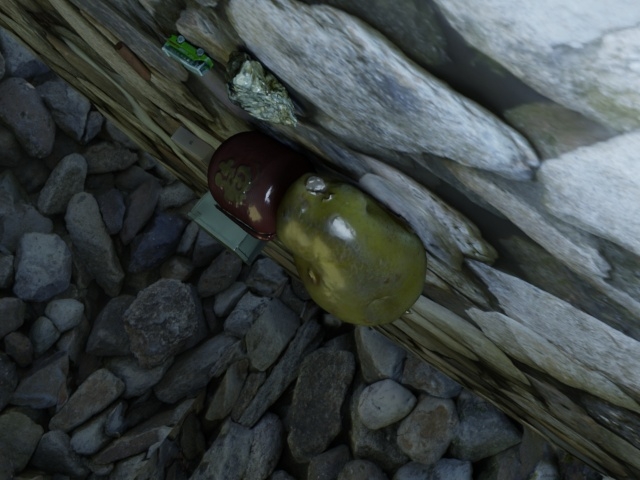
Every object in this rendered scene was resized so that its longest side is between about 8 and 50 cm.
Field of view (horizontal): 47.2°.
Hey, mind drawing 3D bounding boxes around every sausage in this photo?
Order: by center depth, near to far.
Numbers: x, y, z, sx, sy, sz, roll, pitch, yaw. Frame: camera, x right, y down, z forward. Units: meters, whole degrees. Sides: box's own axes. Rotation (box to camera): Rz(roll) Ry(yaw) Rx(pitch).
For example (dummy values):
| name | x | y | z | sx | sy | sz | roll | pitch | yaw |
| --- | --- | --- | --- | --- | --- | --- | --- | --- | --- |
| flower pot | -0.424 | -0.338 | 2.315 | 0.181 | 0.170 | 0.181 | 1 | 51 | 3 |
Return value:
| name | x | y | z | sx | sy | sz | roll | pitch | yaw |
| --- | --- | --- | --- | --- | --- | --- | --- | --- | --- |
| sausage | -0.412 | -0.394 | 1.617 | 0.026 | 0.026 | 0.116 | 33 | 172 | 34 |

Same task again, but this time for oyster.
| name | x | y | z | sx | sy | sz | roll | pitch | yaw |
| --- | --- | --- | --- | --- | --- | --- | --- | --- | --- |
| oyster | -0.093 | -0.217 | 1.062 | 0.125 | 0.064 | 0.177 | 28 | 170 | 34 |

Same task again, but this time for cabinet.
| name | x | y | z | sx | sy | sz | roll | pitch | yaw |
| --- | --- | --- | --- | --- | --- | --- | --- | --- | --- |
| cabinet | -0.171 | -0.080 | 1.681 | 0.150 | 0.206 | 0.145 | 36 | 172 | 16 |

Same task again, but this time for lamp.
| name | x | y | z | sx | sy | sz | roll | pitch | yaw |
| --- | --- | --- | --- | --- | --- | --- | --- | --- | --- |
| lamp | -0.114 | -0.104 | 1.383 | 0.258 | 0.180 | 0.180 | 31 | 170 | 37 |

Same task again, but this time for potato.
| name | x | y | z | sx | sy | sz | roll | pitch | yaw |
| --- | --- | --- | --- | --- | --- | --- | --- | --- | --- |
| potato | 0.050 | 0.015 | 1.258 | 0.218 | 0.202 | 0.351 | 17 | 153 | 38 |

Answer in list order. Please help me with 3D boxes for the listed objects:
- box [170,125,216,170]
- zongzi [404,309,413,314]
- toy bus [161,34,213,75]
| name | x | y | z | sx | sy | sz | roll | pitch | yaw |
| --- | --- | --- | --- | --- | --- | --- | --- | --- | --- |
| box | -0.342 | -0.248 | 2.075 | 0.129 | 0.051 | 0.130 | 34 | 173 | 23 |
| zongzi | 0.108 | 0.138 | 2.027 | 0.300 | 0.145 | 0.274 | 26 | 177 | 5 |
| toy bus | -0.216 | -0.303 | 1.198 | 0.083 | 0.037 | 0.031 | 35 | 173 | 16 |
